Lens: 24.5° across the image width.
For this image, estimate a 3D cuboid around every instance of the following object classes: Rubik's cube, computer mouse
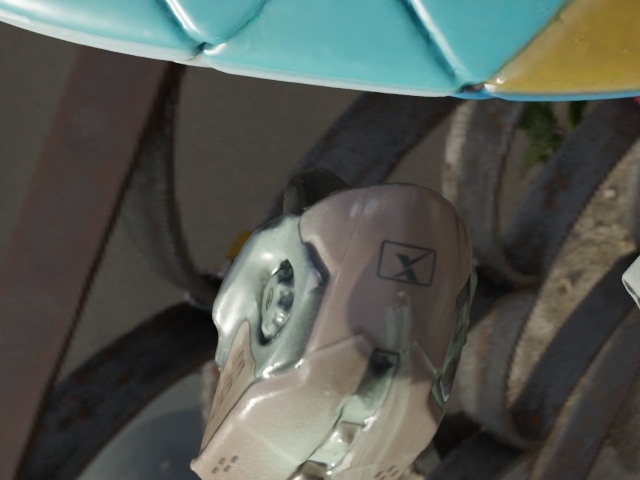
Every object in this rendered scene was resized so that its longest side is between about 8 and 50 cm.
[{"bbox_3d":[0.011,-0.110,0.459,0.254,0.254,0.254,2,94,30],"label":"Rubik's cube"},{"bbox_3d":[0.005,0.122,1.130,0.199,0.115,0.389,12,124,-14],"label":"computer mouse"}]

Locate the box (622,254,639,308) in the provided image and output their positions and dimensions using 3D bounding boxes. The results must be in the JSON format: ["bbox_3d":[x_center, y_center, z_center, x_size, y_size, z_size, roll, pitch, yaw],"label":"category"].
[{"bbox_3d":[0.351,-0.026,0.859,0.299,0.200,0.106,-52,40,14],"label":"box"}]

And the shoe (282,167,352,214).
[{"bbox_3d":[0.000,0.000,1.520,0.241,0.093,0.108,35,138,57],"label":"shoe"}]
